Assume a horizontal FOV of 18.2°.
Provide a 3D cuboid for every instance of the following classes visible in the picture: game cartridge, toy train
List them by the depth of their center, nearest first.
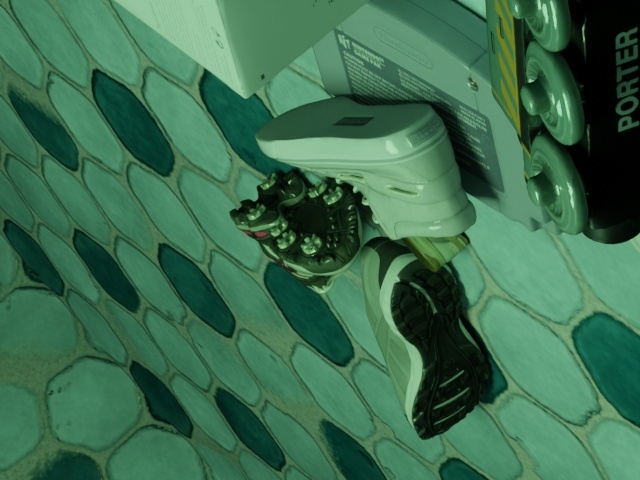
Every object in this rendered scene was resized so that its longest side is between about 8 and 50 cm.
[{"bbox_3d":[0.182,-0.153,1.388,0.334,0.142,0.190,78,170,-46],"label":"toy train"},{"bbox_3d":[0.100,-0.138,1.765,0.294,0.060,0.196,35,159,37],"label":"game cartridge"}]

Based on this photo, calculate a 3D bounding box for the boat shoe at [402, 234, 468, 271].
[{"bbox_3d":[0.084,-0.038,2.010,0.153,0.048,0.056,50,174,20],"label":"boat shoe"}]

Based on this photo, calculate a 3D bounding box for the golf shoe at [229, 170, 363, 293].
[{"bbox_3d":[0.000,0.000,2.175,0.120,0.105,0.273,50,174,-20],"label":"golf shoe"}]

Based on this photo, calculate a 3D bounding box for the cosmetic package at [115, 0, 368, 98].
[{"bbox_3d":[-0.065,-0.274,1.612,0.225,0.224,0.138,37,157,32],"label":"cosmetic package"}]

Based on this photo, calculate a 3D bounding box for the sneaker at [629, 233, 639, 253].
[{"bbox_3d":[0.315,0.005,1.538,0.115,0.090,0.232,-8,120,45],"label":"sneaker"}]

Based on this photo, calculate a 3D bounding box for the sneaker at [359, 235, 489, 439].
[{"bbox_3d":[0.107,0.103,2.150,0.108,0.100,0.271,43,155,47],"label":"sneaker"}]

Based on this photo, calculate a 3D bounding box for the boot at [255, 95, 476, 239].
[{"bbox_3d":[0.039,-0.058,1.820,0.258,0.095,0.123,11,130,59],"label":"boot"}]
